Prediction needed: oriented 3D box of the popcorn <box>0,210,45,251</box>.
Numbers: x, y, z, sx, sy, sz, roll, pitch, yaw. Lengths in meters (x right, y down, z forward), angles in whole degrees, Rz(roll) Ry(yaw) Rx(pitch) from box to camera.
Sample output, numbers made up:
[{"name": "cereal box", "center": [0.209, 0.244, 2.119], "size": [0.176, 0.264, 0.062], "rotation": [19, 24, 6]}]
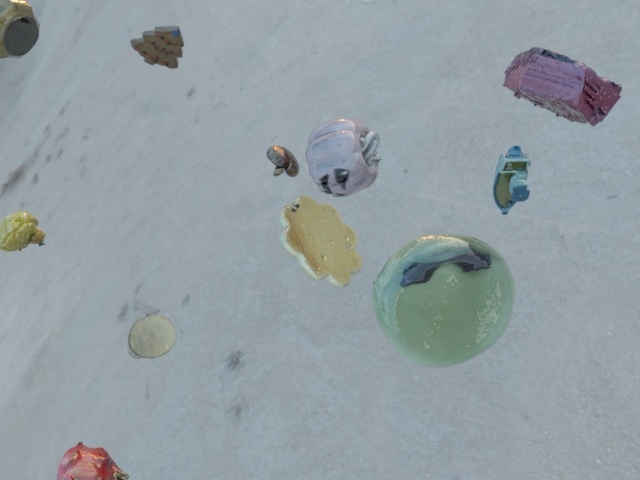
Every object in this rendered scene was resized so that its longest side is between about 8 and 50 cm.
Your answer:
[{"name": "popcorn", "center": [-0.540, -0.010, 0.968], "size": [0.084, 0.084, 0.084], "rotation": [-22, 51, 30]}]

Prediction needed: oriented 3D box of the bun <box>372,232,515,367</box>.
[{"name": "bun", "center": [0.248, 0.111, 1.122], "size": [0.293, 0.293, 0.187], "rotation": [-44, 15, 11]}]

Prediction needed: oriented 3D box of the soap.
[{"name": "soap", "center": [0.588, -0.376, 1.302], "size": [0.289, 0.182, 0.112], "rotation": [43, 112, 44]}]

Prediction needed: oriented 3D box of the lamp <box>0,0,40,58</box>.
[{"name": "lamp", "center": [-0.792, -0.535, 1.285], "size": [0.185, 0.161, 0.161], "rotation": [33, 87, 7]}]

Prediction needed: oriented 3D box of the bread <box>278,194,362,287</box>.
[{"name": "bread", "center": [0.000, 0.000, 1.578], "size": [0.054, 0.315, 0.316], "rotation": [-37, 43, 37]}]

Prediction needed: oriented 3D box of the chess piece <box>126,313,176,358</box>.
[{"name": "chess piece", "center": [-0.537, 0.309, 1.642], "size": [0.301, 0.137, 0.137], "rotation": [-32, 40, 61]}]

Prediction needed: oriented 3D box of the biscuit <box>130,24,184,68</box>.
[{"name": "biscuit", "center": [-0.355, -0.435, 1.188], "size": [0.129, 0.119, 0.019], "rotation": [-30, 56, 40]}]

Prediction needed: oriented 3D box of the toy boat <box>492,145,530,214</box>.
[{"name": "toy boat", "center": [0.528, -0.152, 1.469], "size": [0.088, 0.215, 0.102], "rotation": [-1, 49, 4]}]

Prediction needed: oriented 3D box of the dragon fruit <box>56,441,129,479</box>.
[{"name": "dragon fruit", "center": [-0.432, 0.465, 1.047], "size": [0.110, 0.153, 0.153], "rotation": [-12, 49, -4]}]

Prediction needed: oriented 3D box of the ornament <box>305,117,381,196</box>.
[{"name": "ornament", "center": [0.058, -0.187, 1.190], "size": [0.177, 0.177, 0.178], "rotation": [-22, 51, 30]}]

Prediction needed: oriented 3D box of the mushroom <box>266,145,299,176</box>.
[{"name": "mushroom", "center": [-0.129, -0.268, 1.833], "size": [0.080, 0.135, 0.171], "rotation": [-47, 20, 24]}]
